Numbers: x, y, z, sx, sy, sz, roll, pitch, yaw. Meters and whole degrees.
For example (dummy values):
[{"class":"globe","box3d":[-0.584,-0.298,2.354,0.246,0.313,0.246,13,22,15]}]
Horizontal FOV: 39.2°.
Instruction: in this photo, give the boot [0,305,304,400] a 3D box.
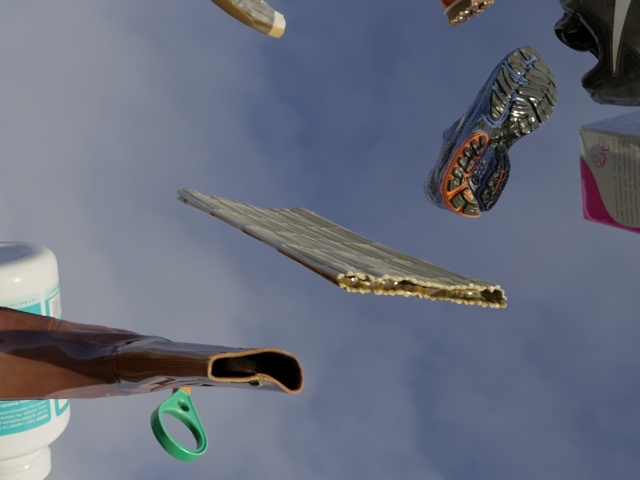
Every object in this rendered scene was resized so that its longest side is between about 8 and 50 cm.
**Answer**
[{"class":"boot","box3d":[-0.198,0.122,0.835,0.280,0.264,0.096,0,-104,38]}]

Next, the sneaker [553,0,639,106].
[{"class":"sneaker","box3d":[0.273,-0.242,0.812,0.135,0.098,0.276,-9,-105,24]}]

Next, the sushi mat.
[{"class":"sushi mat","box3d":[0.000,0.000,0.760,0.316,0.151,0.019,25,-74,58]}]

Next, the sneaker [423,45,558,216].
[{"class":"sneaker","box3d":[0.175,-0.122,0.966,0.083,0.221,0.087,43,-20,-21]}]

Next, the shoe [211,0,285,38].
[{"class":"shoe","box3d":[-0.114,-0.297,0.978,0.058,0.219,0.076,-49,-146,13]}]

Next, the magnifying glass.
[{"class":"magnifying glass","box3d":[-0.207,0.244,1.339,0.092,0.231,0.026,39,-76,-21]}]

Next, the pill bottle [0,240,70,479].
[{"class":"pill bottle","box3d":[-0.360,0.142,1.003,0.146,0.146,0.264,10,-73,36]}]

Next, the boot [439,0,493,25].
[{"class":"boot","box3d":[0.184,-0.312,0.983,0.158,0.059,0.084,-30,-99,40]}]

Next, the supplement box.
[{"class":"supplement box","box3d":[0.382,-0.066,0.927,0.220,0.114,0.111,25,-52,59]}]
